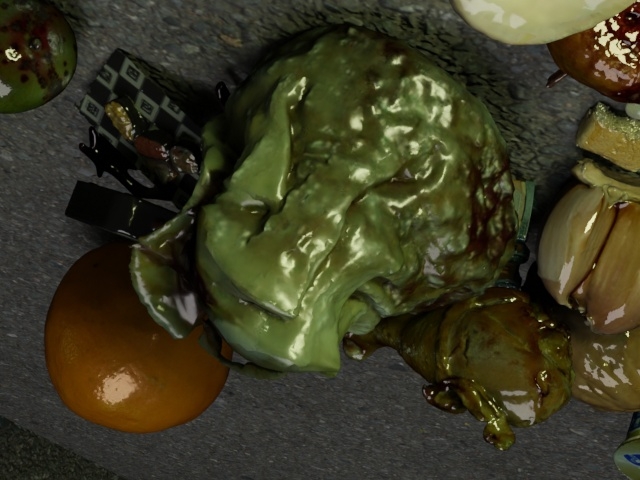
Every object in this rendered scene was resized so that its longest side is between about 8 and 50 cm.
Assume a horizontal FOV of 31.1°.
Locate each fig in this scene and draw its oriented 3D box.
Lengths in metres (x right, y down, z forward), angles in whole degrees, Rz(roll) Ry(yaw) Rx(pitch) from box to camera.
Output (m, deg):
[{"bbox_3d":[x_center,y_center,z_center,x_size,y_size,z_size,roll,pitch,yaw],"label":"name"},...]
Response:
[{"bbox_3d":[0.269,-0.180,1.038,0.146,0.134,0.201,42,177,9],"label":"fig"}]

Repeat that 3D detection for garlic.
[{"bbox_3d":[0.353,0.009,1.315,0.214,0.191,0.160,11,-165,-1],"label":"garlic"}]

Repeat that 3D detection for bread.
[{"bbox_3d":[0.318,-0.109,1.228,0.083,0.035,0.070,22,155,3],"label":"bread"}]

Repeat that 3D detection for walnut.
[{"bbox_3d":[0.360,0.116,1.450,0.238,0.204,0.141,4,175,22],"label":"walnut"}]

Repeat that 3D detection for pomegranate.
[{"bbox_3d":[-0.350,-0.206,1.311,0.148,0.148,0.169,20,165,-8],"label":"pomegranate"}]

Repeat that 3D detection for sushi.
[{"bbox_3d":[-0.216,-0.124,1.400,0.201,0.031,0.139,43,137,-3],"label":"sushi"}]

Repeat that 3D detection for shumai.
[{"bbox_3d":[0.000,0.000,1.223,0.395,0.348,0.395,21,140,19],"label":"shumai"}]

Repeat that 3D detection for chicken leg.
[{"bbox_3d":[0.177,0.112,1.411,0.361,0.211,0.140,30,139,56],"label":"chicken leg"}]

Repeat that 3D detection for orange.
[{"bbox_3d":[-0.286,0.153,1.814,0.312,0.312,0.312,13,155,6],"label":"orange"}]

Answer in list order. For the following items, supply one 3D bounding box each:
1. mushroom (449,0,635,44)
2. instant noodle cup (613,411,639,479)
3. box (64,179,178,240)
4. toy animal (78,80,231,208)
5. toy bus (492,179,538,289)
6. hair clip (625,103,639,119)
[{"bbox_3d":[0.171,-0.304,0.636,0.325,0.353,0.353,-33,134,19],"label":"mushroom"},{"bbox_3d":[0.556,0.221,1.552,0.296,0.214,0.296,13,155,6],"label":"instant noodle cup"},{"bbox_3d":[-0.152,0.010,1.534,0.350,0.058,0.211,24,174,-30],"label":"box"},{"bbox_3d":[-0.171,-0.097,1.477,0.324,0.090,0.195,-9,142,45],"label":"toy animal"},{"bbox_3d":[0.212,-0.007,1.438,0.103,0.091,0.182,11,155,7],"label":"toy bus"},{"bbox_3d":[0.387,-0.162,1.060,0.220,0.054,0.140,9,142,27],"label":"hair clip"}]
